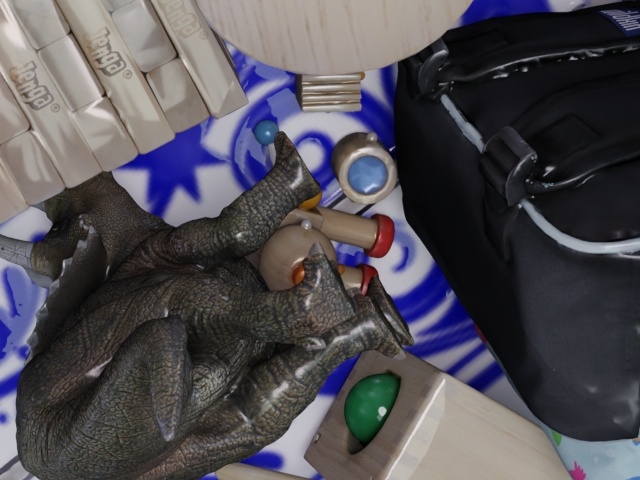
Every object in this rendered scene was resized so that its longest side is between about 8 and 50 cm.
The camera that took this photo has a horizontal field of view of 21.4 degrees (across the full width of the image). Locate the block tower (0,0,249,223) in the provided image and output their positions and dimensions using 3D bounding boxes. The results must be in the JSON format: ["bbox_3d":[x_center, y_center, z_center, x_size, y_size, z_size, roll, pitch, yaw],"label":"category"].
[{"bbox_3d":[-0.188,-0.039,0.724,0.335,0.091,0.097,-28,108,1],"label":"block tower"}]

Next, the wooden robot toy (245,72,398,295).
[{"bbox_3d":[0.000,0.000,0.767,0.076,0.079,0.173,14,104,-12],"label":"wooden robot toy"}]

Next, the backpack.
[{"bbox_3d":[0.179,-0.013,0.716,0.253,0.225,0.191,-16,123,-10],"label":"backpack"}]

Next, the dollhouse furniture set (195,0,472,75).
[{"bbox_3d":[-0.023,-0.138,0.514,0.394,0.362,0.257,-11,121,3],"label":"dollhouse furniture set"}]

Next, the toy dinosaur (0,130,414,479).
[{"bbox_3d":[-0.056,0.047,0.644,0.160,0.313,0.121,-31,111,7],"label":"toy dinosaur"}]

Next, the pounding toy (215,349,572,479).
[{"bbox_3d":[0.045,0.111,0.790,0.141,0.130,0.100,30,88,-15],"label":"pounding toy"}]
